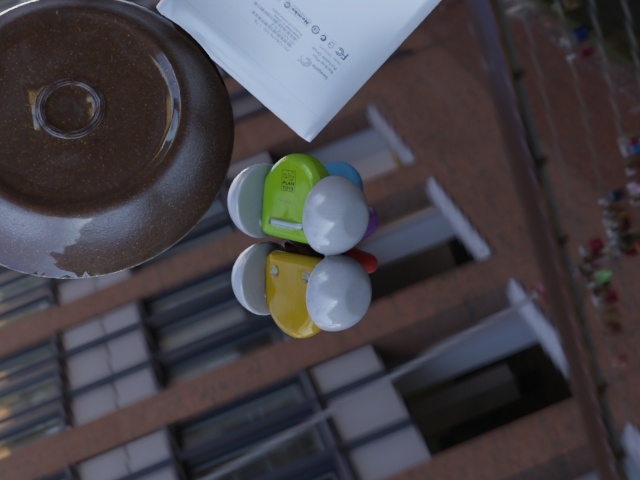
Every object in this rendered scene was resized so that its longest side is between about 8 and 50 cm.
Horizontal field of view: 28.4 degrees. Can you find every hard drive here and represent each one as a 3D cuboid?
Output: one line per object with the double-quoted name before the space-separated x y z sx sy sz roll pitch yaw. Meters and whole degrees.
"hard drive" 0.014 -0.305 1.369 0.233 0.353 0.047 41 -152 -6

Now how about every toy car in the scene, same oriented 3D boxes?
"toy car" 0.000 0.000 1.253 0.159 0.136 0.182 11 109 45

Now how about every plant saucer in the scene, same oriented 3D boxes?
"plant saucer" -0.153 -0.075 0.783 0.036 0.198 0.198 98 151 -69
